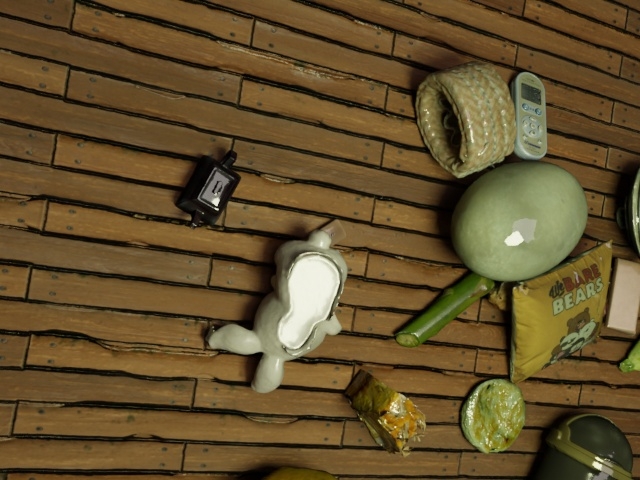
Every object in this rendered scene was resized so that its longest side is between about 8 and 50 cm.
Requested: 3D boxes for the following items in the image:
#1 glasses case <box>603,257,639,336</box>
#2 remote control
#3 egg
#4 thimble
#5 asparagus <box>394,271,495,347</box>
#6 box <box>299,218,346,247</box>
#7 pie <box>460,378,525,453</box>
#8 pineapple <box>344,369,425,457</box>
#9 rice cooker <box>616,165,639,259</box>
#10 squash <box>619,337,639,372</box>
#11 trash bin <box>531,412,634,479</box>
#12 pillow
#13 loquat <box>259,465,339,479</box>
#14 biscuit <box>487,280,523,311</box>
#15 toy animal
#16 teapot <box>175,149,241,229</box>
[{"bbox_3d":[0.771,0.144,1.660,0.102,0.070,0.194,13,81,-2],"label":"glasses case"},{"bbox_3d":[0.490,-0.292,1.504,0.087,0.047,0.244,14,64,-13],"label":"remote control"},{"bbox_3d":[0.440,-0.046,1.411,0.352,0.258,0.258,-25,101,-28],"label":"egg"},{"bbox_3d":[0.319,-0.270,1.388,0.148,0.196,0.229,-22,73,-18],"label":"thimble"},{"bbox_3d":[0.290,0.158,1.466,0.277,0.060,0.067,-38,93,-17],"label":"asparagus"},{"bbox_3d":[0.000,0.000,1.363,0.115,0.025,0.048,-32,104,-19],"label":"box"},{"bbox_3d":[0.419,0.423,1.536,0.186,0.041,0.187,0,91,-23],"label":"pie"},{"bbox_3d":[0.141,0.365,1.369,0.114,0.186,0.236,-47,150,-19],"label":"pineapple"},{"bbox_3d":[0.901,-0.068,1.589,0.264,0.316,0.317,3,90,-48],"label":"rice cooker"},{"bbox_3d":[0.958,0.246,1.711,0.370,0.118,0.118,-33,103,-16],"label":"squash"},{"bbox_3d":[0.621,0.578,1.533,0.214,0.214,0.334,34,84,-19],"label":"trash bin"},{"bbox_3d":[0.575,0.174,1.527,0.310,0.119,0.312,-21,124,-18],"label":"pillow"},{"bbox_3d":[-0.063,0.578,1.236,0.276,0.276,0.284,43,58,-17],"label":"loquat"},{"bbox_3d":[0.473,0.102,1.530,0.183,0.061,0.118,-39,137,-12],"label":"biscuit"},{"bbox_3d":[-0.065,0.139,1.273,0.325,0.154,0.208,-44,96,-8],"label":"toy animal"},{"bbox_3d":[-0.210,-0.100,1.236,0.087,0.096,0.177,32,79,-20],"label":"teapot"}]
